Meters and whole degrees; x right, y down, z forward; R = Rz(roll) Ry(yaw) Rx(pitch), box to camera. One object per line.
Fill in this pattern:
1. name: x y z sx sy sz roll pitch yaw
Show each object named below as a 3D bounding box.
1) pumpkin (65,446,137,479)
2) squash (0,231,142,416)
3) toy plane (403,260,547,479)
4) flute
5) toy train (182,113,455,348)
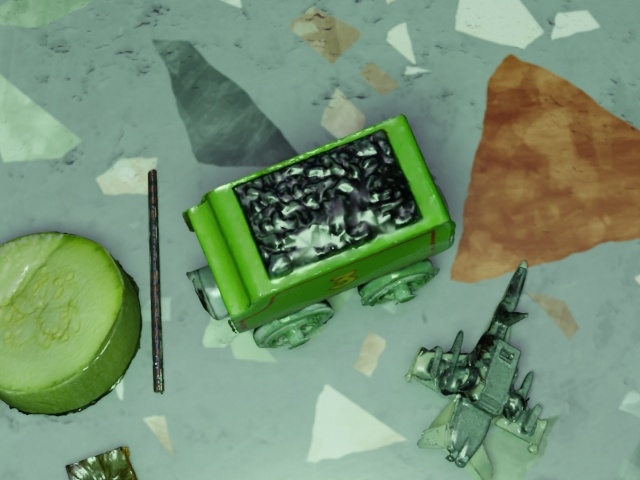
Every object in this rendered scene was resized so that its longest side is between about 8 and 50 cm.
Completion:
1. pumpkin: -0.242 0.281 1.792 0.074 0.054 0.083 -22 83 2
2. squash: -0.319 0.087 1.806 0.220 0.133 0.220 -2 76 7
3. toy plane: 0.196 0.137 1.793 0.192 0.088 0.262 30 76 -20
4. flute: -0.194 0.047 1.862 0.014 0.014 0.269 -3 78 1
5. toy train: 0.000 0.000 1.748 0.307 0.249 0.173 -22 76 -3
